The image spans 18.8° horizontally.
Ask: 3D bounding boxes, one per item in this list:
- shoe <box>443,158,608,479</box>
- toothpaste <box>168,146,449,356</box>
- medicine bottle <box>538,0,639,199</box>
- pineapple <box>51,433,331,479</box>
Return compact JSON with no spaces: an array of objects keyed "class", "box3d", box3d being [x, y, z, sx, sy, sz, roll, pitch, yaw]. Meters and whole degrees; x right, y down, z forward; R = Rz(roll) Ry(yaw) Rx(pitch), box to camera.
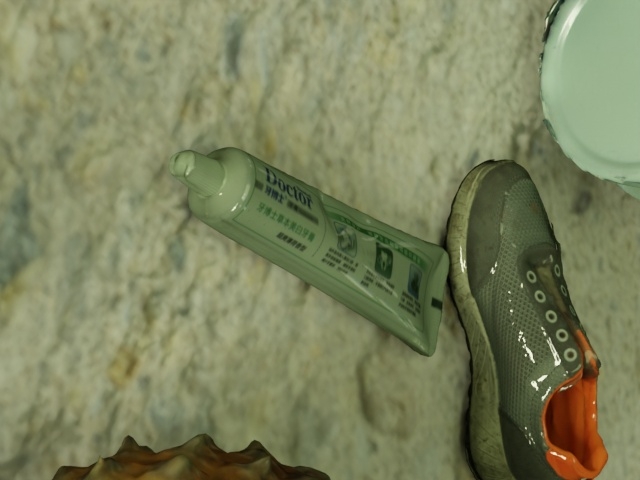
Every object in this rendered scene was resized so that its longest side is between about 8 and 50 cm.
[{"class":"shoe","box3d":[0.124,0.050,1.096,0.074,0.077,0.194,-6,94,-45]},{"class":"toothpaste","box3d":[0.000,0.000,1.004,0.218,0.041,0.064,29,63,-45]},{"class":"medicine bottle","box3d":[0.285,-0.085,1.208,0.318,0.158,0.158,7,84,-45]},{"class":"pineapple","box3d":[-0.002,0.172,0.921,0.361,0.175,0.175,2,87,-54]}]
